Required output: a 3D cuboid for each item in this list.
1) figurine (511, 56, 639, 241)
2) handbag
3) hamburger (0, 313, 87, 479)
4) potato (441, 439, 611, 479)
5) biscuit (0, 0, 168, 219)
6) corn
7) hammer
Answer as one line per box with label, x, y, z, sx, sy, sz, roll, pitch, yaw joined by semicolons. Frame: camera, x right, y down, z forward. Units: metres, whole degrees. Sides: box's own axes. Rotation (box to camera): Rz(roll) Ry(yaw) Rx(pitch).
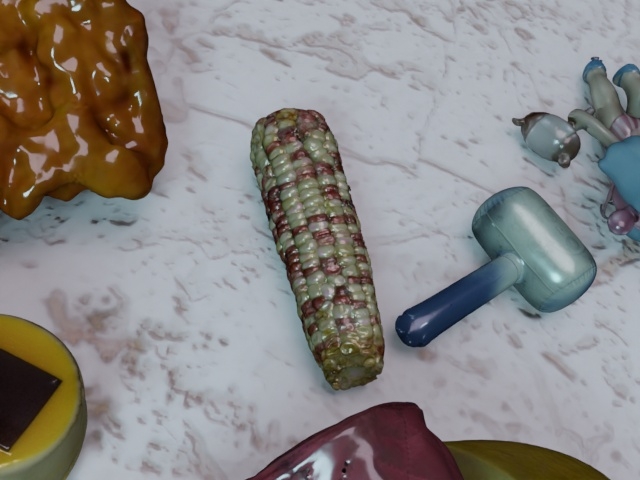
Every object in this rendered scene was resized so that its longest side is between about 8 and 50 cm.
figurine;0.299;-0.107;0.786;0.205;0.103;0.260;15;46;-11
handbag;-0.013;0.191;0.425;0.225;0.146;0.135;-33;68;12
hamburger;-0.210;0.115;0.487;0.126;0.081;0.141;16;43;-11
potato;0.143;0.216;0.504;0.158;0.178;0.203;0;36;-39
biscuit;-0.288;-0.148;0.567;0.312;0.110;0.318;-18;88;-25
corn;0.000;0.000;0.631;0.079;0.079;0.237;-5;61;-22
hammer;0.137;0.033;0.667;0.194;0.069;0.116;-29;72;-26
